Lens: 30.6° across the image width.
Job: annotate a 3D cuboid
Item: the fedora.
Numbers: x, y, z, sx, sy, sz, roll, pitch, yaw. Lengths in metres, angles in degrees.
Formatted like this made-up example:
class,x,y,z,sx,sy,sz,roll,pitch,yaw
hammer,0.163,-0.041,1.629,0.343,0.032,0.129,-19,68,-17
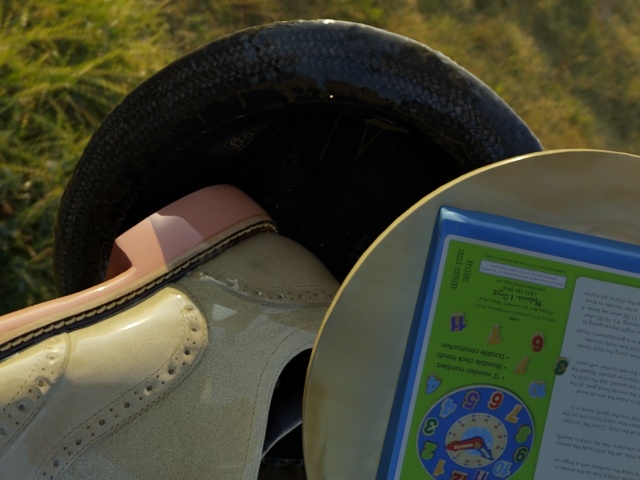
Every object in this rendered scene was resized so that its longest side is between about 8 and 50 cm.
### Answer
class,x,y,z,sx,sy,sz,roll,pitch,yaw
fedora,0.000,0.000,0.747,0.334,0.334,0.152,50,28,-15

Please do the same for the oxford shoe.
class,x,y,z,sx,sy,sz,roll,pitch,yaw
oxford shoe,-0.107,0.111,0.551,0.146,0.140,0.397,35,49,15

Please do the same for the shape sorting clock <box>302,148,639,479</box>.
class,x,y,z,sx,sy,sz,roll,pitch,yaw
shape sorting clock,0.095,0.068,0.449,0.206,0.206,0.040,55,-6,-9
